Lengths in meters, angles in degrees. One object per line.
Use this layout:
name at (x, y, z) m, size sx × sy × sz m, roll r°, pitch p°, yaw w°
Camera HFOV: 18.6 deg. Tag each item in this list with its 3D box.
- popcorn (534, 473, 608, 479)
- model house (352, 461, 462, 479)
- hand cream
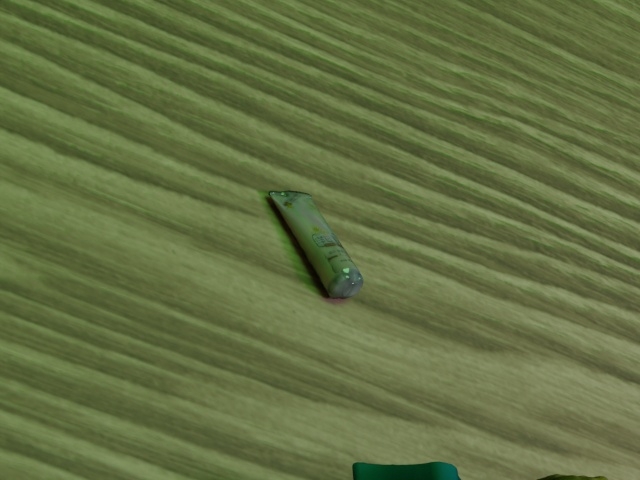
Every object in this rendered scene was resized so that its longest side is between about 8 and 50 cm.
popcorn at (0.226, 0.322, 1.740) m, size 0.190 × 0.250 × 0.250 m, roll 19°, pitch 41°, yaw -21°
model house at (0.081, 0.258, 1.724) m, size 0.127 × 0.149 × 0.100 m, roll 16°, pitch 43°, yaw -20°
hand cream at (0.000, 0.000, 2.032) m, size 0.061 × 0.039 × 0.143 m, roll -1°, pitch 48°, yaw -41°
